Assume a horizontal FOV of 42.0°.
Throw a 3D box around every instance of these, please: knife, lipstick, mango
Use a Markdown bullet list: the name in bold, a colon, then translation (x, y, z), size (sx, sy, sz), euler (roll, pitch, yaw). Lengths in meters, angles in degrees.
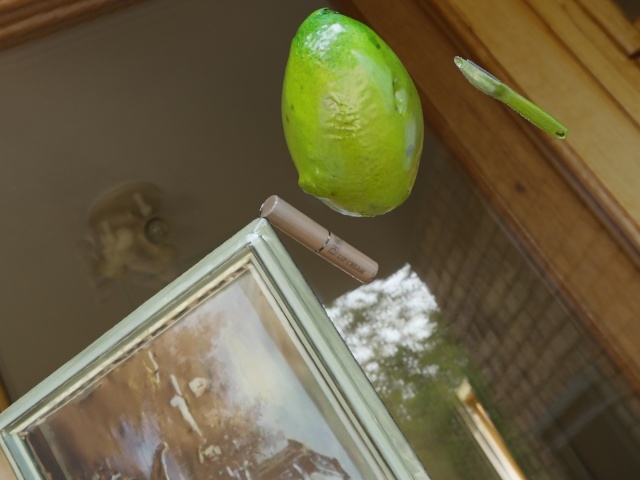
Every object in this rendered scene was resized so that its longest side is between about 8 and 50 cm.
- **knife**: translation (0.231, -0.168, 1.001), size (0.184, 0.026, 0.022), euler (27, -45, -23)
- **lipstick**: translation (0.000, 0.000, 0.569), size (0.094, 0.019, 0.019), euler (33, -63, -27)
- **mango**: translation (0.019, -0.092, 0.647), size (0.100, 0.119, 0.178), euler (-52, -36, -32)

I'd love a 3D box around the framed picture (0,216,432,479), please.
- **framed picture**: translation (-0.045, 0.170, 0.460), size (0.232, 0.296, 0.019), euler (-37, -12, 15)
